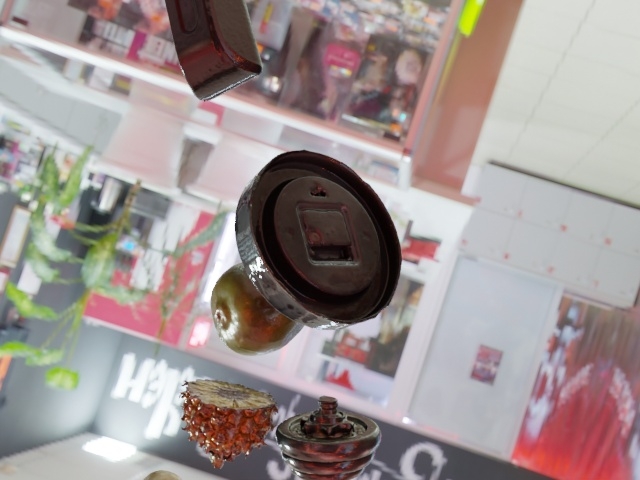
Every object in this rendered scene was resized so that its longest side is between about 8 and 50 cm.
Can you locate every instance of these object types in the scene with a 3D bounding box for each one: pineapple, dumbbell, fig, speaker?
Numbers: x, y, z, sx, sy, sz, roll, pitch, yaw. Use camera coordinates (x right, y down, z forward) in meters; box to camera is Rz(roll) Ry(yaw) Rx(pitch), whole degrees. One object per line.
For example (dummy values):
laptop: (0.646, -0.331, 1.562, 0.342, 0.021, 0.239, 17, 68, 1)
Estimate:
pineapple: (-0.165, 0.330, 1.694, 0.176, 0.137, 0.161, 9, -173, -25)
dumbbell: (0.011, 0.458, 1.626, 0.179, 0.406, 0.179, 0, -171, 0)
fig: (-0.117, 0.139, 2.092, 0.230, 0.207, 0.207, -12, -178, -12)
speaker: (-0.283, -0.525, 2.166, 0.180, 0.388, 0.184, -22, 166, 26)

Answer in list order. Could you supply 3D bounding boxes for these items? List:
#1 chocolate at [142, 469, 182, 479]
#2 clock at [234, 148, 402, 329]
chocolate: (-0.402, 0.718, 2.295, 0.314, 0.326, 0.297, 87, 159, -49)
clock: (0.000, 0.000, 1.685, 0.325, 0.325, 0.067, 21, 145, -30)
